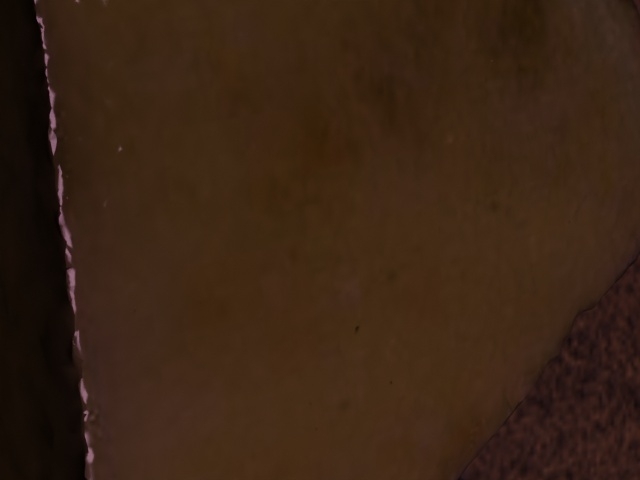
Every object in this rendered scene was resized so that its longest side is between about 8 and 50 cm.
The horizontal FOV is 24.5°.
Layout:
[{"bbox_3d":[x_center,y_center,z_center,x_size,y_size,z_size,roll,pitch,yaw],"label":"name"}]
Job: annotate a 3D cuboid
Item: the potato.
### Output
[{"bbox_3d":[0.000,0.000,0.437,0.255,0.112,0.270,-14,107,-43],"label":"potato"}]
